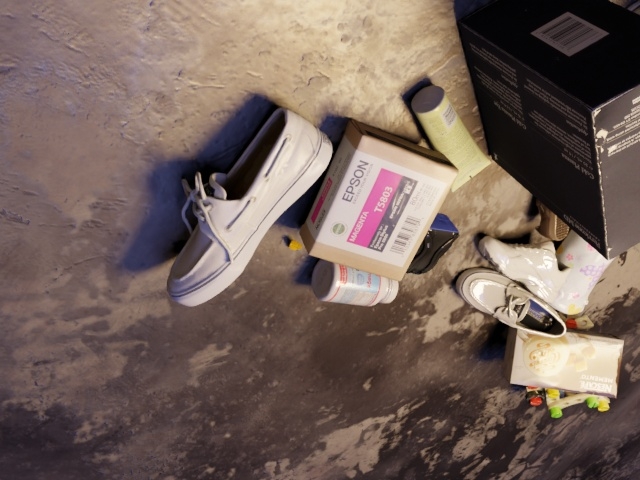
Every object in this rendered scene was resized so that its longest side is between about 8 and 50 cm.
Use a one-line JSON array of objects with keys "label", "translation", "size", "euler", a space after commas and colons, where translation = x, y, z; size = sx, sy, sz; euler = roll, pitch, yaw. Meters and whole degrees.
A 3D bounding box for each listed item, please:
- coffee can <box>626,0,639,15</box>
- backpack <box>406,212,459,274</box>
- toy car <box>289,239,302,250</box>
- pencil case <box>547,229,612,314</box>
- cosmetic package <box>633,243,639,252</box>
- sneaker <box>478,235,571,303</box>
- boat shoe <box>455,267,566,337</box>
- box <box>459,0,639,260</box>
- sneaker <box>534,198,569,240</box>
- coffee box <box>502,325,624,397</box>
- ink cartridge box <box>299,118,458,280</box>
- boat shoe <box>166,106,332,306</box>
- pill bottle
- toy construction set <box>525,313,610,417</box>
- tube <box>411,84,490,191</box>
[{"label": "coffee can", "translation": [0.653, -0.289, 1.184], "size": [0.201, 0.275, 0.202], "euler": [-14, 131, -16]}, {"label": "backpack", "translation": [0.193, 0.001, 1.308], "size": [0.097, 0.101, 0.120], "euler": [9, 125, -29]}, {"label": "toy car", "translation": [0.000, 0.000, 1.271], "size": [0.122, 0.060, 0.040], "euler": [13, 165, -15]}, {"label": "pencil case", "translation": [0.594, 0.036, 1.515], "size": [0.113, 0.124, 0.273], "euler": [-25, 145, -59]}, {"label": "cosmetic package", "translation": [0.821, -0.071, 1.571], "size": [0.117, 0.085, 0.231], "euler": [10, 119, -31]}, {"label": "sneaker", "translation": [0.442, 0.036, 1.458], "size": [0.232, 0.090, 0.115], "euler": [30, 101, -23]}, {"label": "boat shoe", "translation": [0.424, 0.145, 1.494], "size": [0.267, 0.088, 0.096], "euler": [31, 94, -16]}, {"label": "box", "translation": [0.411, -0.204, 1.089], "size": [0.178, 0.343, 0.313], "euler": [-30, 134, -2]}, {"label": "sneaker", "translation": [0.474, -0.095, 1.400], "size": [0.066, 0.071, 0.189], "euler": [-7, 107, -31]}, {"label": "coffee box", "translation": [0.572, 0.279, 1.612], "size": [0.246, 0.098, 0.141], "euler": [8, 92, 4]}, {"label": "ink cartridge box", "translation": [0.098, -0.064, 1.183], "size": [0.193, 0.088, 0.235], "euler": [16, 114, -21]}, {"label": "boat shoe", "translation": [-0.150, -0.061, 1.069], "size": [0.367, 0.136, 0.156], "euler": [-46, 132, 9]}, {"label": "pill bottle", "translation": [0.070, 0.082, 1.322], "size": [0.160, 0.087, 0.087], "euler": [9, 121, -32]}, {"label": "toy construction set", "translation": [0.632, 0.342, 1.760], "size": [0.214, 0.151, 0.328], "euler": [-11, 126, 14]}, {"label": "tube", "translation": [0.234, -0.179, 1.221], "size": [0.070, 0.062, 0.240], "euler": [-4, 149, 32]}]
